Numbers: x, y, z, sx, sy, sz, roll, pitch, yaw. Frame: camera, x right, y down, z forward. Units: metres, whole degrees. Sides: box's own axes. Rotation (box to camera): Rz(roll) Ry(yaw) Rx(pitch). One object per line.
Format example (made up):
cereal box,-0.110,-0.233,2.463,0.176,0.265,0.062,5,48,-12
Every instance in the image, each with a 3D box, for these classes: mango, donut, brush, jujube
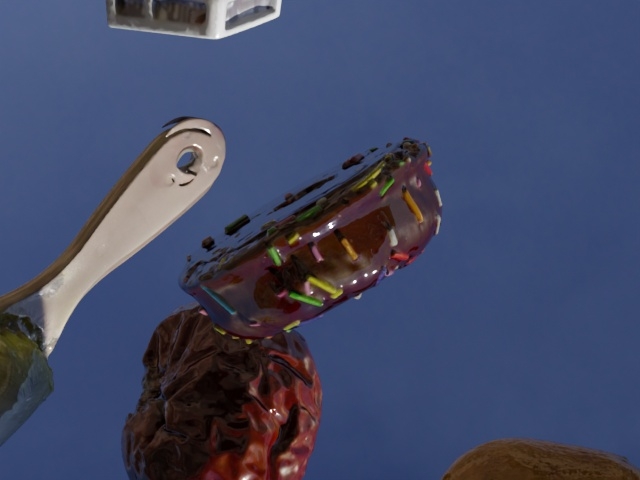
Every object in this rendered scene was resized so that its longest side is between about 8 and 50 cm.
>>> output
mango,0.209,0.255,1.297,0.227,0.109,0.147,-12,-112,-4
donut,0.000,0.000,1.090,0.235,0.089,0.235,-30,-174,4
brush,-0.156,0.053,0.783,0.313,0.072,0.067,-46,-132,-9
jujube,-0.106,0.191,1.471,0.213,0.213,0.232,0,-123,30

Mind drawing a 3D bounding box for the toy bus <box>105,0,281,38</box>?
toy bus,-0.166,-0.237,0.997,0.301,0.139,0.113,12,-156,28
